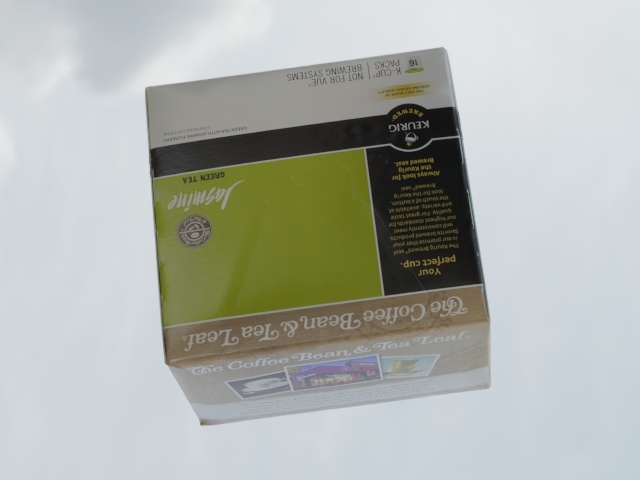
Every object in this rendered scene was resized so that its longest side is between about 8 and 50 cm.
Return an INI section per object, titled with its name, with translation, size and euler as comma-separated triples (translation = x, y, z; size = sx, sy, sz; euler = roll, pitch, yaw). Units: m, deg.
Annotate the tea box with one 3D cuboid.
[tea box]
translation = 0.000, 0.000, 1.729
size = 0.220, 0.329, 0.323
euler = 76, 7, -65
